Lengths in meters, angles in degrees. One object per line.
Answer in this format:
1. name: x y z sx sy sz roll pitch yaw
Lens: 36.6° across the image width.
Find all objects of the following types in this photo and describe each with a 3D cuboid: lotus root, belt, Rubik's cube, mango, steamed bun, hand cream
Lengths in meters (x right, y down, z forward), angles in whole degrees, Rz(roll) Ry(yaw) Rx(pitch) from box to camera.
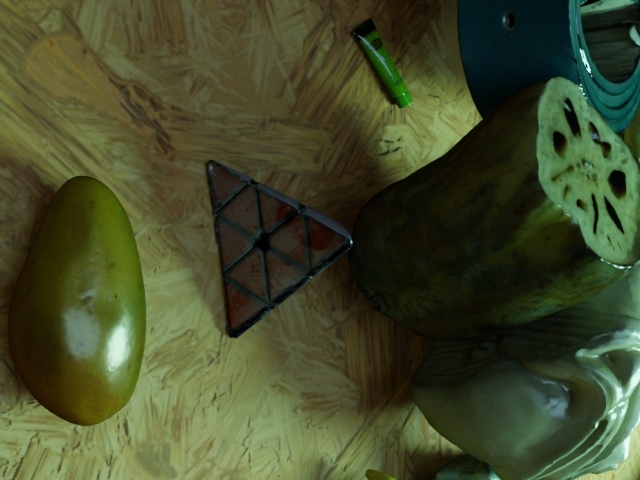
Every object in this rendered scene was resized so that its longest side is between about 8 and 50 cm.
1. lotus root: 0.190 -0.013 1.141 0.250 0.346 0.250 28 48 -37
2. belt: 0.321 -0.288 1.273 0.436 0.173 0.300 -28 115 -52
3. Rubik's cube: 0.000 0.000 1.145 0.178 0.190 0.211 -16 105 -52
4. mango: -0.244 0.061 0.976 0.138 0.113 0.253 1 88 -36
5. steamed bun: 0.297 0.180 1.235 0.219 0.309 0.324 64 26 -9
6. hand cream: 0.083 -0.229 1.266 0.036 0.023 0.122 -40 109 -25

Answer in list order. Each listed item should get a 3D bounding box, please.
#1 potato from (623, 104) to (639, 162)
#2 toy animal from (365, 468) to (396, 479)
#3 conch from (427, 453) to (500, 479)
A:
1. potato: 0.532 -0.176 1.555 0.105 0.085 0.188 -9 93 -13
2. toy animal: 0.050 0.399 1.177 0.156 0.156 0.230 36 67 -31
3. conch: 0.253 0.364 1.308 0.386 0.169 0.203 -25 118 -32
